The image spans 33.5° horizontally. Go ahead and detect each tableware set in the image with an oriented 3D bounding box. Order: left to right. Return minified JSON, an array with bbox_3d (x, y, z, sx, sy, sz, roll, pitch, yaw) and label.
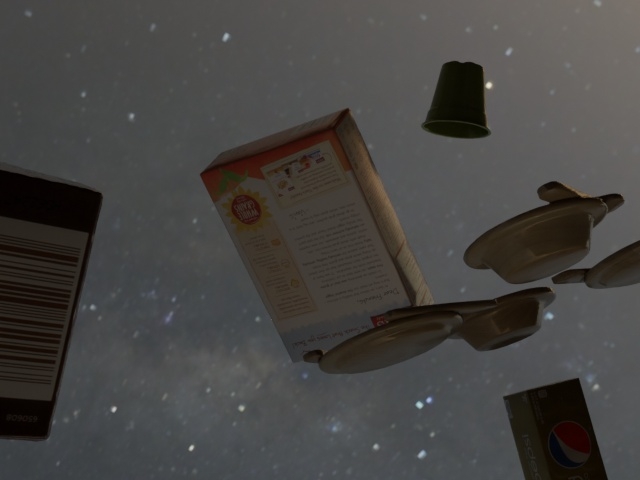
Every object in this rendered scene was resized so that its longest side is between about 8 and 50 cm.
[{"bbox_3d":[0.083,0.019,0.443,0.141,0.169,0.020,3,-118,-47],"label":"tableware set"}]

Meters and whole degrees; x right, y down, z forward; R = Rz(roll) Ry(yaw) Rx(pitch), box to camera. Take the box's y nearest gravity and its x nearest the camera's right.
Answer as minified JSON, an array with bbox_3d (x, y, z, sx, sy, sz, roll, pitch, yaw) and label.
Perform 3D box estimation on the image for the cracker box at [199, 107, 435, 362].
[{"bbox_3d":[0.000,0.000,1.084,0.232,0.156,0.067,66,-154,-17],"label":"cracker box"}]

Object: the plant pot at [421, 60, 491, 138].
[{"bbox_3d":[0.166,-0.169,1.266,0.083,0.083,0.079,12,-99,-26],"label":"plant pot"}]

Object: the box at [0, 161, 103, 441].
[{"bbox_3d":[-0.272,0.021,0.697,0.167,0.168,0.203,12,-179,-36],"label":"box"}]

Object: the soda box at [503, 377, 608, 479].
[{"bbox_3d":[0.237,0.229,1.029,0.061,0.058,0.181,-10,-101,-18],"label":"soda box"}]
